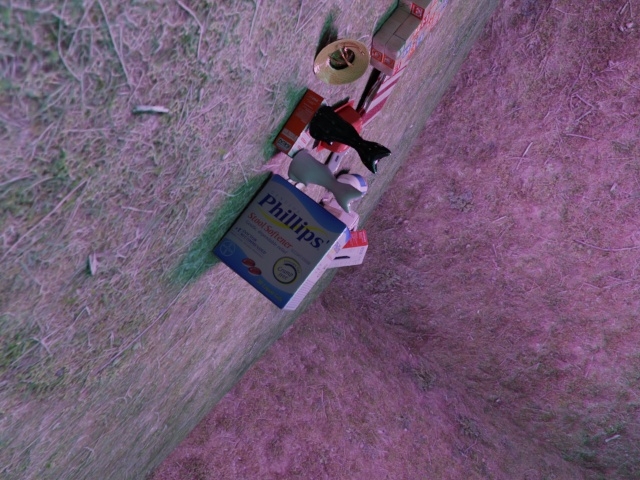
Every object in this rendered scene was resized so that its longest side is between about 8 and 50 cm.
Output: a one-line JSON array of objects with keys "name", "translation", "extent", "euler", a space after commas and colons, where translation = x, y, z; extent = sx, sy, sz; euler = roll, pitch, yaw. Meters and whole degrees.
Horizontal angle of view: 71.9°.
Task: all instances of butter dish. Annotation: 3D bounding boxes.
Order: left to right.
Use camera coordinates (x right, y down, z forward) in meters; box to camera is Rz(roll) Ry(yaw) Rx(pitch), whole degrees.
[{"name": "butter dish", "translation": [0.082, -0.342, 1.405], "extent": [0.160, 0.118, 0.160], "euler": [-45, 166, -45]}]

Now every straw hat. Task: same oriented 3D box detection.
[{"name": "straw hat", "translation": [0.051, -0.449, 1.066], "extent": [0.144, 0.144, 0.061], "euler": [102, -17, -66]}]

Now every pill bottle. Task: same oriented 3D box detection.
[{"name": "pill bottle", "translation": [0.125, -0.232, 1.938], "extent": [0.124, 0.124, 0.221], "euler": [-57, 169, 17]}]

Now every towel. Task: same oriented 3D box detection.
[{"name": "towel", "translation": [0.220, -0.542, 1.581], "extent": [0.237, 0.037, 0.329], "euler": [-47, 172, -43]}]

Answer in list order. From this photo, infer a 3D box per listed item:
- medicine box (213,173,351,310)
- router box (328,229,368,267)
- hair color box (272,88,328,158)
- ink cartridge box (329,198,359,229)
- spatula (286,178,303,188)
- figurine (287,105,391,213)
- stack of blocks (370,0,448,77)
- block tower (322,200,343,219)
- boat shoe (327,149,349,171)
[{"name": "medicine box", "translation": [-0.103, 0.008, 1.264], "extent": [0.289, 0.263, 0.149], "euler": [-52, 168, -2]}, {"name": "router box", "translation": [0.066, 0.054, 2.191], "extent": [0.335, 0.301, 0.082], "euler": [89, -6, -72]}, {"name": "hair color box", "translation": [-0.048, -0.297, 1.151], "extent": [0.167, 0.053, 0.093], "euler": [-57, 171, 5]}, {"name": "ink cartridge box", "translation": [0.096, -0.094, 2.151], "extent": [0.092, 0.158, 0.218], "euler": [-52, 169, -16]}, {"name": "spatula", "translation": [-0.108, -0.151, 1.447], "extent": [0.242, 0.019, 0.168], "euler": [-41, 164, -52]}, {"name": "figurine", "translation": [0.046, -0.201, 1.144], "extent": [0.215, 0.209, 0.092], "euler": [-59, 170, 28]}, {"name": "stack of blocks", "translation": [0.273, -0.661, 1.319], "extent": [0.297, 0.087, 0.171], "euler": [-52, 169, -10]}, {"name": "block tower", "translation": [0.000, 0.000, 1.928], "extent": [0.091, 0.097, 0.335], "euler": [142, -32, -81]}, {"name": "boat shoe", "translation": [0.064, -0.319, 1.624], "extent": [0.142, 0.049, 0.040], "euler": [-59, -158, 13]}]
